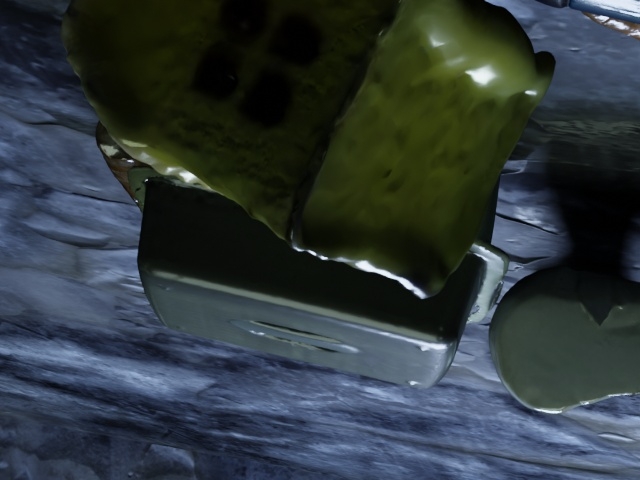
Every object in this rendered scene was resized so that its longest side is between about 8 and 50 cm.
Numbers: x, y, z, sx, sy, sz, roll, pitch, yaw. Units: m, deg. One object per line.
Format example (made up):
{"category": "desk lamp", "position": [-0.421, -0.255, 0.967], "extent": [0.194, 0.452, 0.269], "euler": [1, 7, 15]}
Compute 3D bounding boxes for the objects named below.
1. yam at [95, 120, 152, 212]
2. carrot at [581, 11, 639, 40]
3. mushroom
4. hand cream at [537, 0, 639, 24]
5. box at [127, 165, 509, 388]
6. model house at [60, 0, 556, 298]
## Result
{"category": "yam", "position": [-0.147, -0.050, 1.256], "extent": [0.057, 0.056, 0.241], "euler": [10, 161, 10]}
{"category": "carrot", "position": [0.210, -0.122, 0.831], "extent": [0.165, 0.035, 0.036], "euler": [20, 161, -26]}
{"category": "mushroom", "position": [0.223, 0.088, 1.196], "extent": [0.159, 0.122, 0.329], "euler": [21, 179, 10]}
{"category": "hand cream", "position": [0.051, -0.179, 0.755], "extent": [0.271, 0.061, 0.120], "euler": [18, 169, 9]}
{"category": "box", "position": [0.000, 0.000, 1.123], "extent": [0.291, 0.166, 0.220], "euler": [13, 163, 4]}
{"category": "model house", "position": [-0.017, -0.100, 0.836], "extent": [0.234, 0.174, 0.193], "euler": [34, -171, 30]}
